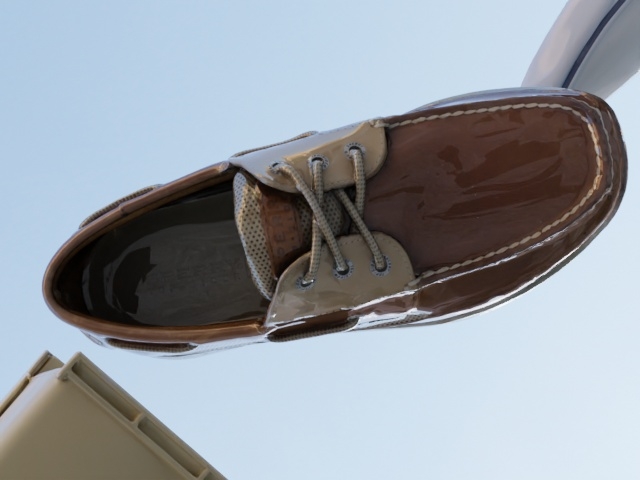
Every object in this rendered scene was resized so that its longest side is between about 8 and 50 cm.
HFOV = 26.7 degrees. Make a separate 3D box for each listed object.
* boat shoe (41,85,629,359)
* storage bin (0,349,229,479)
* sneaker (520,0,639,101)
[{"bbox_3d":[0.000,0.000,0.705,0.116,0.324,0.123,-1,-107,-69],"label":"boat shoe"},{"bbox_3d":[-0.105,0.228,0.589,0.260,0.123,0.262,42,-107,-7],"label":"storage bin"},{"bbox_3d":[0.217,-0.143,0.750,0.091,0.258,0.094,47,-163,18],"label":"sneaker"}]
